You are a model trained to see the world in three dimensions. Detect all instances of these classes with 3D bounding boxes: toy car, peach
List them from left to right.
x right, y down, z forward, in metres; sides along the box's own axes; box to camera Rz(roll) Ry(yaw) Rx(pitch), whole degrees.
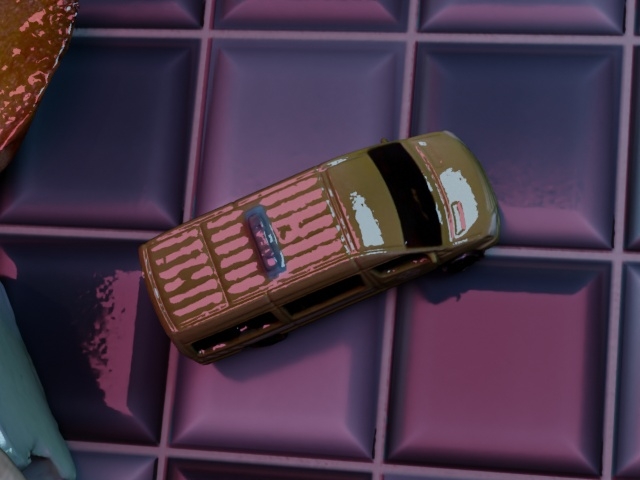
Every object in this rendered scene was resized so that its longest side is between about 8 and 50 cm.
[{"bbox_3d":[-0.303,-0.110,1.297,0.279,0.068,0.189,-29,69,4],"label":"peach"},{"bbox_3d":[0.000,0.000,1.176,0.257,0.124,0.101,-23,76,8],"label":"toy car"}]

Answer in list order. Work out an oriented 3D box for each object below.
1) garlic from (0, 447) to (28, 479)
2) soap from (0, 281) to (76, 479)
[{"bbox_3d":[-0.291,0.194,1.048,0.196,0.151,0.338,-25,101,14],"label":"garlic"},{"bbox_3d":[-0.440,0.157,1.224,0.446,0.156,0.261,-26,74,7],"label":"soap"}]
